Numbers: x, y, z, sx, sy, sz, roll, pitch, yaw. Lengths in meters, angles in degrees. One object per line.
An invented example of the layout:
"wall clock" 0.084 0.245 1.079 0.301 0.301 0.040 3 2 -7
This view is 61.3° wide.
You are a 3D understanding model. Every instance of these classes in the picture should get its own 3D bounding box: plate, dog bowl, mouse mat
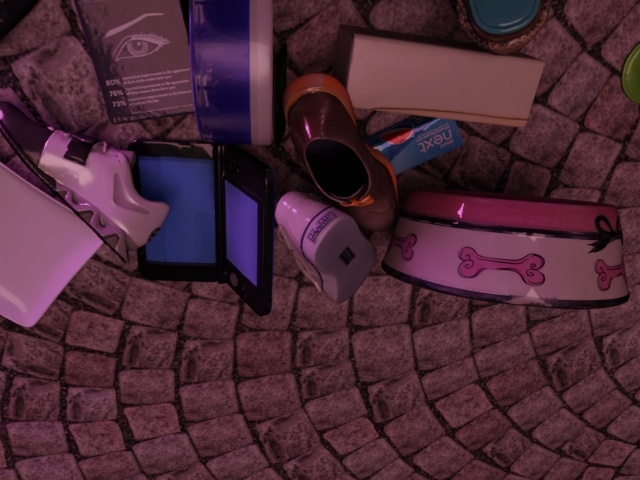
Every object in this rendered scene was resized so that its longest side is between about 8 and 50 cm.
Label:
"plate" -0.581 -0.003 0.990 0.277 0.045 0.278 38 106 -24
"dog bowl" 0.317 -0.005 0.940 0.408 0.408 0.150 2 99 -9
"dog bowl" -0.123 -0.275 0.795 0.104 0.265 0.264 0 117 -6
"mouse mat" -0.064 -0.230 0.869 0.007 0.189 0.152 3 117 0

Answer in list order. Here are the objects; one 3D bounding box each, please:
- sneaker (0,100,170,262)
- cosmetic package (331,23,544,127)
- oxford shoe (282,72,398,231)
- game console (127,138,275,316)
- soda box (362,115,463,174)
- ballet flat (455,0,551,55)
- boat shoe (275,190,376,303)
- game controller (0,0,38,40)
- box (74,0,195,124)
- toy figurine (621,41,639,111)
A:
"sneaker" -0.400 -0.127 0.923 0.330 0.122 0.146 46 74 -11
"cosmetic package" 0.183 -0.276 0.899 0.310 0.160 0.113 4 117 -9
"oxford shoe" 0.043 -0.094 0.874 0.130 0.132 0.363 -20 143 18
"game console" -0.215 -0.019 0.971 0.173 0.250 0.293 -14 122 -31
"soda box" 0.147 -0.172 0.997 0.210 0.067 0.071 -25 118 4
"ballet flat" 0.229 -0.506 0.766 0.164 0.182 0.482 -8 101 15
"boat shoe" -0.006 0.006 0.993 0.135 0.156 0.367 -50 158 -4
"game controller" -0.570 -0.434 0.762 0.166 0.067 0.319 -49 116 -9
"box" -0.272 -0.302 0.847 0.153 0.108 0.207 -8 117 -4
"toy figurine" 0.650 -0.273 0.966 0.130 0.159 0.173 -22 118 3
